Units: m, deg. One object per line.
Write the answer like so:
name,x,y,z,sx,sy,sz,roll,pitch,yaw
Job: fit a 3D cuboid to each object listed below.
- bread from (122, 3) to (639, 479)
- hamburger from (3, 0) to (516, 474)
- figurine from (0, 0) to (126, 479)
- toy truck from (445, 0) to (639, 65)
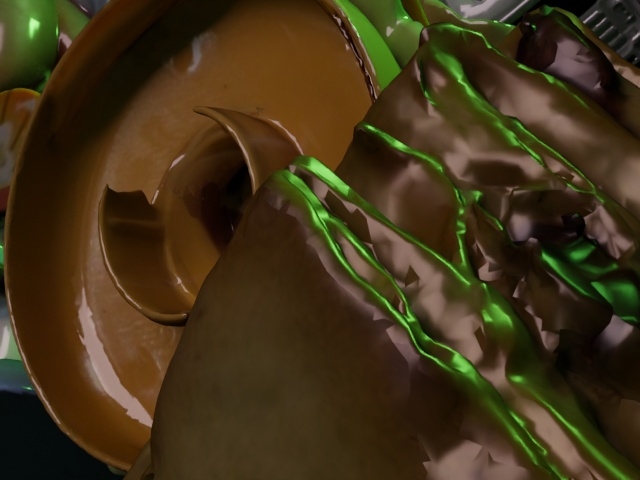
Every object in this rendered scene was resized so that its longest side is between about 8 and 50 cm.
bread,0.044,0.135,0.524,0.314,0.191,0.370,42,109,29
hamburger,0.000,0.000,0.807,0.274,0.212,0.274,-6,80,38
figurine,-0.172,-0.023,1.042,0.276,0.248,0.388,-46,38,42
toy truck,0.113,-0.179,0.972,0.114,0.124,0.253,-40,31,20
